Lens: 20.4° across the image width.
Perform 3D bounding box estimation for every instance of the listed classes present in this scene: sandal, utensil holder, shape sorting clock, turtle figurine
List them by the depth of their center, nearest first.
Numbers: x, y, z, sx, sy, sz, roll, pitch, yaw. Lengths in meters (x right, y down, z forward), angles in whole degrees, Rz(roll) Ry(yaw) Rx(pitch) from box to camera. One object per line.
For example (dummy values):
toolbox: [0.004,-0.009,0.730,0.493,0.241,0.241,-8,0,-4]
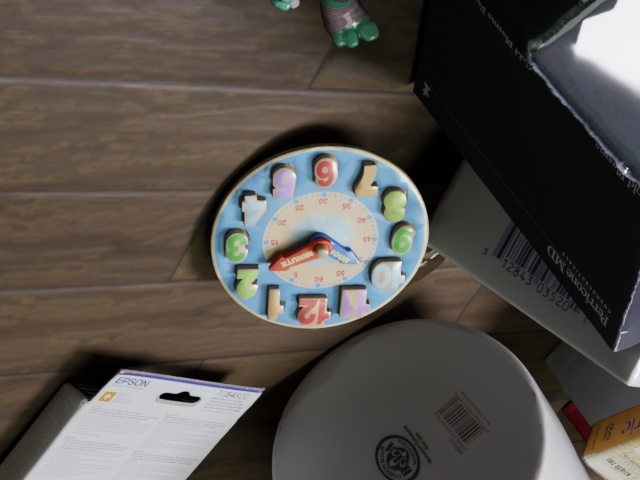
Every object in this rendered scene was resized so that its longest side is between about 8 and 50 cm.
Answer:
turtle figurine: [0.038,-0.239,1.378,0.175,0.118,0.234,-18,163,3]
shape sorting clock: [0.000,0.000,1.662,0.206,0.040,0.206,-5,129,-6]
sandal: [0.111,-0.028,1.779,0.219,0.060,0.090,-43,149,-12]
utensil holder: [0.145,0.306,2.002,0.327,0.327,0.385,-34,145,1]

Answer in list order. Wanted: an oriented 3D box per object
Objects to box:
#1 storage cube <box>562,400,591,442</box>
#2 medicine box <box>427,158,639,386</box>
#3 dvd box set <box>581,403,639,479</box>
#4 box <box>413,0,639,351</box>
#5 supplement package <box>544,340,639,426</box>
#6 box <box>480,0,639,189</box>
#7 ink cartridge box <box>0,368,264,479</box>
storage cube: [0.471,0.251,2.326,0.215,0.193,0.184,-44,146,15]
medicine box: [0.291,0.018,1.745,0.289,0.263,0.149,10,112,-57]
dvd box set: [0.531,0.235,1.889,0.307,0.062,0.420,36,141,-17]
box: [0.248,-0.148,1.468,0.179,0.343,0.312,-20,146,-21]
supplement package: [0.379,0.183,2.167,0.105,0.179,0.105,13,126,-48]
box: [0.237,-0.352,1.069,0.480,0.472,0.297,-41,147,11]
ink cartridge box: [-0.200,0.203,1.818,0.224,0.045,0.223,-48,145,21]
